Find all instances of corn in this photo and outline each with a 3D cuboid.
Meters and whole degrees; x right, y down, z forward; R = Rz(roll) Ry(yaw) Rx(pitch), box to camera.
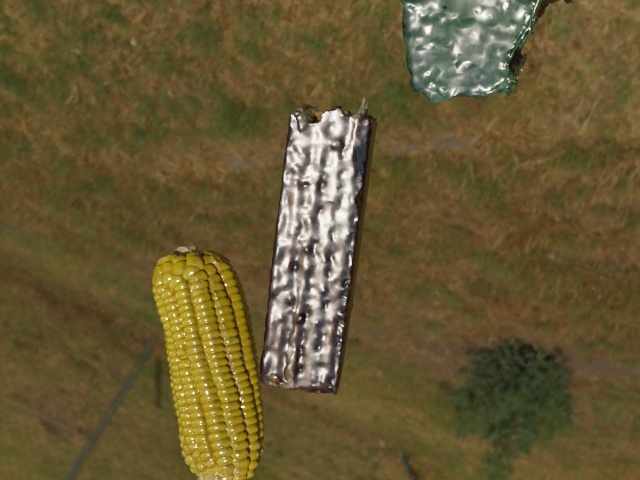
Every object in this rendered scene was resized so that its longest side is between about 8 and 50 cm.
[{"bbox_3d":[-0.042,0.047,0.371,0.037,0.092,0.037,-8,165,-2],"label":"corn"}]

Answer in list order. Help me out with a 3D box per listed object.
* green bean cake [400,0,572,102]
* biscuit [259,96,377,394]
[{"bbox_3d":[0.164,-0.232,0.853,0.193,0.107,0.208,-5,103,7],"label":"green bean cake"},{"bbox_3d":[0.000,0.000,0.828,0.070,0.106,0.252,8,101,3],"label":"biscuit"}]
